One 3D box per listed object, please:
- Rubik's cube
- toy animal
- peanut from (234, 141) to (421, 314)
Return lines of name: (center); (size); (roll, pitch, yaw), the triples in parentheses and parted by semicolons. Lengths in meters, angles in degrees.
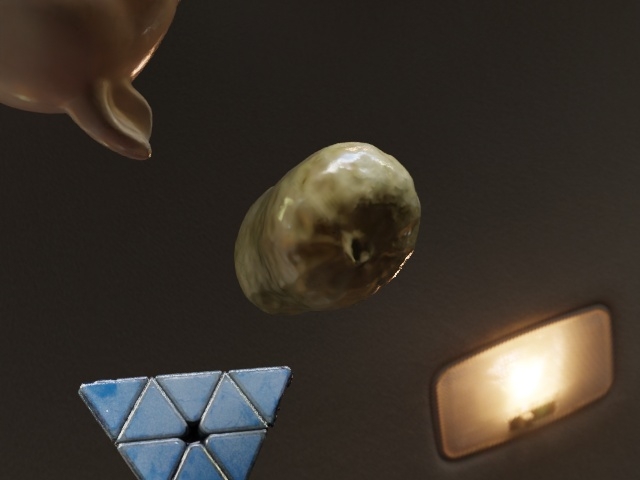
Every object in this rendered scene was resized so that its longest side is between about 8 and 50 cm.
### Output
Rubik's cube: (-0.155, 0.198, 0.723); (0.178, 0.190, 0.211); (33, -72, -17)
toy animal: (-0.178, -0.218, 0.579); (0.195, 0.256, 0.213); (18, -51, -2)
peanut: (0.000, 0.000, 0.660); (0.129, 0.224, 0.129); (8, -110, -22)
